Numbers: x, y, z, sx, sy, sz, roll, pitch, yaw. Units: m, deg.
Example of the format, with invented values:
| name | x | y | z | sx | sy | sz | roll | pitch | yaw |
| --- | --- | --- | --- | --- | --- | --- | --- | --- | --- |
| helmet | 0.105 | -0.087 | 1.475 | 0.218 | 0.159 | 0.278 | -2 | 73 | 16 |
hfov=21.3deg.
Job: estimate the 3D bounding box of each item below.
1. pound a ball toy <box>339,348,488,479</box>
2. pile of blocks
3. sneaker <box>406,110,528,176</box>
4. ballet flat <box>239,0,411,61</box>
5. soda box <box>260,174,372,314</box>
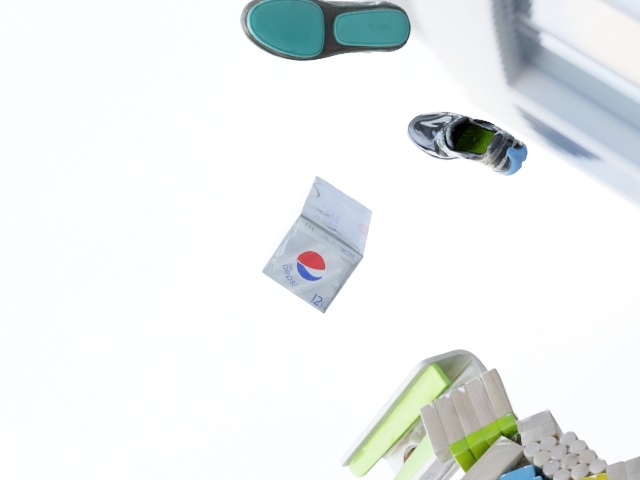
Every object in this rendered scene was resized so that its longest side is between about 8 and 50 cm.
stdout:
| name | x | y | z | sx | sy | sz | roll | pitch | yaw |
| --- | --- | --- | --- | --- | --- | --- | --- | --- | --- |
| pound a ball toy | 0.171 | 0.339 | 2.537 | 0.136 | 0.208 | 0.319 | -10 | -34 | -41 |
| pile of blocks | 0.252 | 0.278 | 1.906 | 0.149 | 0.362 | 0.112 | -43 | -55 | -13 |
| sneaker | 0.176 | -0.132 | 2.107 | 0.078 | 0.188 | 0.067 | 36 | -99 | -40 |
| ballet flat | -0.003 | -0.230 | 1.852 | 0.213 | 0.068 | 0.072 | -2 | -83 | -30 |
| soda box | 0.000 | 0.000 | 2.167 | 0.091 | 0.098 | 0.286 | -56 | 3 | 12 |
